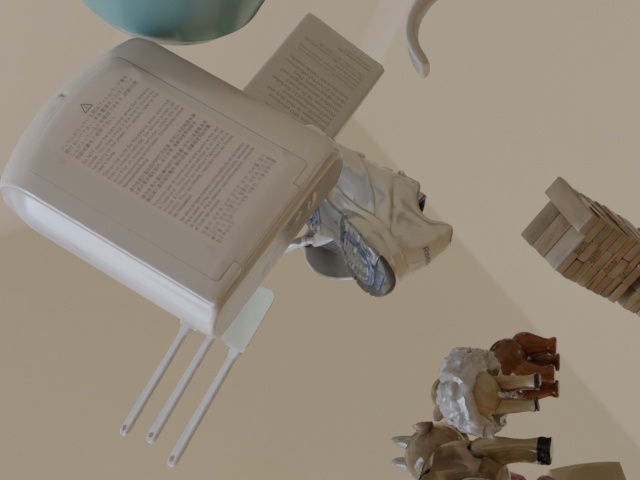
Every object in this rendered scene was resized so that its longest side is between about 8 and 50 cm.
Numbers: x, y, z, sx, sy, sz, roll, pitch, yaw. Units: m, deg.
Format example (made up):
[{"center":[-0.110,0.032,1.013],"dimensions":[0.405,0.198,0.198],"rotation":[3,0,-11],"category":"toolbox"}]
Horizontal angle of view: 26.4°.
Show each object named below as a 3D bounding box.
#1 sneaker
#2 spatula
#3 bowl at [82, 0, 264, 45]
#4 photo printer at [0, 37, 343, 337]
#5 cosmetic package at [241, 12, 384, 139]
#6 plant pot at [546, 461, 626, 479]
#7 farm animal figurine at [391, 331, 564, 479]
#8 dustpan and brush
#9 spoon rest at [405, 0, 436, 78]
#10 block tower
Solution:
[{"center":[0.054,-0.049,1.706],"dimensions":[0.129,0.297,0.111],"rotation":[-22,-40,-18],"category":"sneaker"},{"center":[-0.153,0.151,1.661],"dimensions":[0.019,0.168,0.242],"rotation":[37,-100,-37],"category":"spatula"},{"center":[-0.173,-0.341,1.585],"dimensions":[0.312,0.311,0.163],"rotation":[-22,-38,-36],"category":"bowl"},{"center":[-0.169,-0.070,1.466],"dimensions":[0.256,0.308,0.107],"rotation":[-54,-15,-25],"category":"photo printer"},{"center":[-0.099,-0.122,2.103],"dimensions":[0.453,0.161,0.230],"rotation":[-54,2,-39],"category":"cosmetic package"},{"center":[0.335,0.352,1.760],"dimensions":[0.096,0.109,0.109],"rotation":[10,-63,-7],"category":"plant pot"},{"center":[0.149,0.260,1.371],"dimensions":[0.172,0.330,0.327],"rotation":[-1,1,14],"category":"farm animal figurine"},{"center":[0.000,0.000,2.120],"dimensions":[0.060,0.147,0.211],"rotation":[15,-18,-27],"category":"dustpan and brush"},{"center":[0.210,-0.309,1.637],"dimensions":[0.276,0.084,0.137],"rotation":[-36,-13,-3],"category":"spoon rest"},{"center":[0.405,0.032,1.808],"dimensions":[0.335,0.091,0.097],"rotation":[27,-71,-39],"category":"block tower"}]
